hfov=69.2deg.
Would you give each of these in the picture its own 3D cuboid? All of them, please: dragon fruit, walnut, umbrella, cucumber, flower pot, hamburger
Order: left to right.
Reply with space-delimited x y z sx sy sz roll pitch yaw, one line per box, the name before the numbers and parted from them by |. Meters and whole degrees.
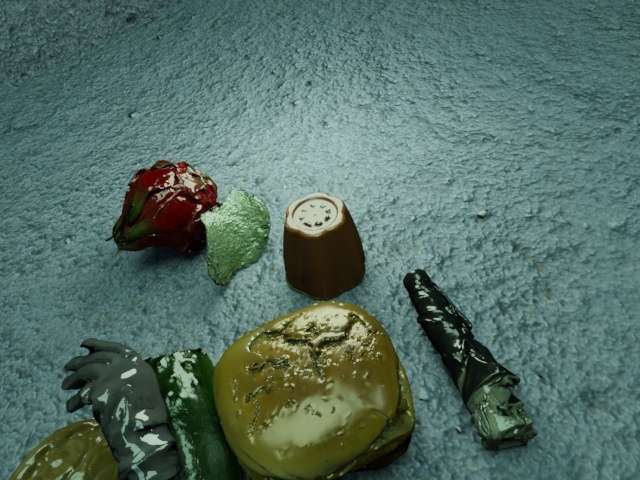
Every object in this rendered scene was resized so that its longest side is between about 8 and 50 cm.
walnut | -0.372 0.382 0.710 0.213 0.213 0.213 -6 48 6
dragon fruit | -0.364 -0.059 1.094 0.233 0.234 0.293 22 61 28
cucumber | -0.212 0.327 0.761 0.105 0.145 0.326 -40 50 16
hamburger | -0.009 0.243 0.750 0.304 0.174 0.284 -23 39 -9
flower pot | 0.000 0.000 0.991 0.190 0.173 0.191 -6 45 6
umbrella | 0.249 0.183 0.817 0.106 0.113 0.358 -33 47 11

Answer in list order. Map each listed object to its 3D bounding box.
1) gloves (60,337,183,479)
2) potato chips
gloves | -0.293 0.250 0.699 0.285 0.142 0.119 36 92 27
potato chips | -0.202 -0.008 1.053 0.059 0.167 0.228 -22 23 53
